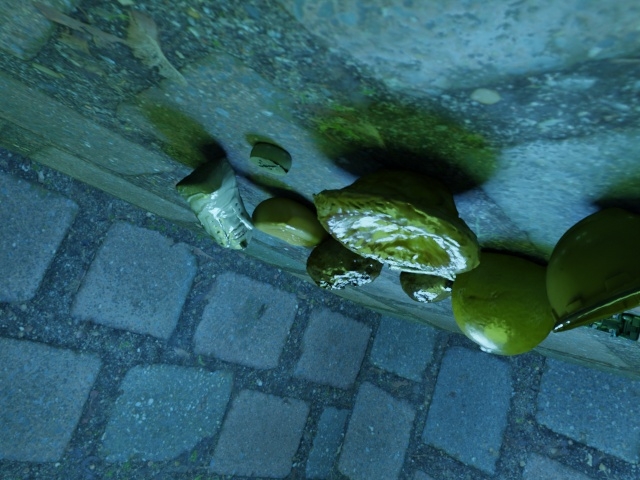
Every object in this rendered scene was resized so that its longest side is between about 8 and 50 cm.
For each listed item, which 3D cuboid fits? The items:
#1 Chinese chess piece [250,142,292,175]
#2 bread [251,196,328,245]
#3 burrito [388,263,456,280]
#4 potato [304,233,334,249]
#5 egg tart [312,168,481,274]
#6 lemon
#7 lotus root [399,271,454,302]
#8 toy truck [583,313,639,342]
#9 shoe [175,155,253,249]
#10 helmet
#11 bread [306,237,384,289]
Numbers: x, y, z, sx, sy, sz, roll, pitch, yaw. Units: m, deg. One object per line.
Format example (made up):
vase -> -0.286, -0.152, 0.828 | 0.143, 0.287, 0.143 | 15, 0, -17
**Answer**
Chinese chess piece -> -0.098, -0.158, 0.857 | 0.084, 0.034, 0.084 | 20, 169, 4
bread -> -0.075, -0.052, 1.155 | 0.147, 0.098, 0.217 | 4, 167, 32
burrito -> 0.268, 0.056, 1.153 | 0.225, 0.087, 0.060 | 12, 162, 19
potato -> 0.000, 0.000, 1.338 | 0.164, 0.081, 0.200 | 23, 171, -24
egg tart -> 0.138, -0.044, 0.776 | 0.318, 0.128, 0.319 | 20, 167, 5
lemon -> 0.420, 0.154, 1.013 | 0.240, 0.219, 0.240 | 19, 173, 2
lotus root -> 0.318, 0.117, 1.246 | 0.138, 0.138, 0.214 | 25, 167, -26
toy truck -> 0.738, 0.216, 1.156 | 0.175, 0.067, 0.081 | 14, 168, 26
shoe -> -0.231, -0.073, 1.047 | 0.211, 0.132, 0.342 | 55, 166, -8
helmet -> 0.416, 0.029, 0.621 | 0.205, 0.140, 0.257 | -11, 153, -16
bread -> 0.078, 0.064, 1.204 | 0.229, 0.123, 0.230 | -16, 161, -6
